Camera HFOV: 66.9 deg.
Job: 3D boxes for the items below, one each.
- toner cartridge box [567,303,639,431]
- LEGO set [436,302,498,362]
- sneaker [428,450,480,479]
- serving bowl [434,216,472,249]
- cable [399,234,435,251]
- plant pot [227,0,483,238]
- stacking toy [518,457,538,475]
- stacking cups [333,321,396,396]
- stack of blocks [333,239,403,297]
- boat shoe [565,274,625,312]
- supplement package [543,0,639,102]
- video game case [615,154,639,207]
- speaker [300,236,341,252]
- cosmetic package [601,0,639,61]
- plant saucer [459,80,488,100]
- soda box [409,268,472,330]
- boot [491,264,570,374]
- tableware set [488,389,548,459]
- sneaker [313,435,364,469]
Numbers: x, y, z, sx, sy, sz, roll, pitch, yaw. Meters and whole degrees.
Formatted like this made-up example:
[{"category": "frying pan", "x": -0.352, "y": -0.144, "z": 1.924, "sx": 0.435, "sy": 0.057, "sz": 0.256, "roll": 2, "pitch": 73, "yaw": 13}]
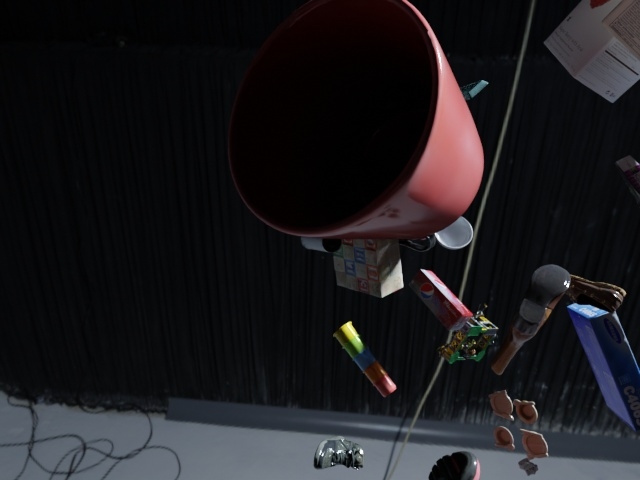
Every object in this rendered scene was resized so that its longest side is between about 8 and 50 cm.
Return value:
[{"category": "toner cartridge box", "x": 0.852, "y": 0.356, "z": 1.421, "sx": 0.075, "sy": 0.348, "sz": 0.165, "roll": -23, "pitch": 3, "yaw": 6}, {"category": "LEGO set", "x": 0.650, "y": 0.422, "z": 2.252, "sx": 0.331, "sy": 0.255, "sz": 0.192, "roll": 0, "pitch": 29, "yaw": -37}, {"category": "sneaker", "x": 0.289, "y": 0.596, "z": 1.047, "sx": 0.136, "sy": 0.314, "sz": 0.116, "roll": 20, "pitch": 13, "yaw": -2}, {"category": "serving bowl", "x": 0.286, "y": -0.015, "z": 1.055, "sx": 0.083, "sy": 0.027, "sz": 0.084, "roll": -1, "pitch": 62, "yaw": 1}, {"category": "cable", "x": 0.225, "y": -0.014, "z": 1.298, "sx": 0.072, "sy": 0.140, "sz": 0.287, "roll": -10, "pitch": -16, "yaw": -33}, {"category": "plant pot", "x": 0.066, "y": -0.115, "z": 0.596, "sx": 0.274, "sy": 0.275, "sz": 0.243, "roll": 22, "pitch": 3, "yaw": 38}, {"category": "stacking toy", "x": 0.564, "y": 0.767, "z": 1.428, "sx": 0.221, "sy": 0.167, "sz": 0.052, "roll": -23, "pitch": 14, "yaw": -13}, {"category": "stacking cups", "x": 0.177, "y": 0.481, "z": 1.940, "sx": 0.096, "sy": 0.096, "sz": 0.316, "roll": -22, "pitch": 68, "yaw": -41}, {"category": "stack of blocks", "x": 0.114, "y": -0.016, "z": 1.276, "sx": 0.087, "sy": 0.298, "sz": 0.171, "roll": -20, "pitch": 20, "yaw": -37}, {"category": "boat shoe", "x": 0.747, "y": 0.149, "z": 1.379, "sx": 0.073, "sy": 0.073, "sz": 0.207, "roll": 39, "pitch": -10, "yaw": -24}, {"category": "supplement package", "x": 0.737, "y": -0.523, "z": 1.165, "sx": 0.175, "sy": 0.293, "sz": 0.178, "roll": 16, "pitch": 43, "yaw": -27}, {"category": "video game case", "x": 0.767, "y": -0.055, "z": 1.095, "sx": 0.041, "sy": 0.232, "sz": 0.210, "roll": -32, "pitch": 26, "yaw": 26}, {"category": "speaker", "x": 0.000, "y": 0.000, "z": 1.236, "sx": 0.055, "sy": 0.055, "sz": 0.136, "roll": -10, "pitch": 8, "yaw": -24}, {"category": "cosmetic package", "x": 0.653, "y": -0.438, "z": 0.805, "sx": 0.113, "sy": 0.160, "sz": 0.309, "roll": -40, "pitch": -5, "yaw": -16}, {"category": "plant saucer", "x": 0.369, "y": -0.393, "z": 1.310, "sx": 0.067, "sy": 0.018, "sz": 0.192, "roll": -42, "pitch": 15, "yaw": -9}, {"category": "soda box", "x": 0.474, "y": 0.233, "z": 1.927, "sx": 0.083, "sy": 0.092, "sz": 0.263, "roll": 11, "pitch": 31, "yaw": -43}, {"category": "boot", "x": 0.602, "y": 0.230, "z": 1.392, "sx": 0.096, "sy": 0.281, "sz": 0.264, "roll": 24, "pitch": 52, "yaw": 21}, {"category": "tableware set", "x": 0.495, "y": 0.465, "z": 1.225, "sx": 0.020, "sy": 0.169, "sz": 0.141, "roll": -7, "pitch": -4, "yaw": -37}, {"category": "sneaker", "x": 0.069, "y": 0.722, "z": 1.628, "sx": 0.130, "sy": 0.087, "sz": 0.227, "roll": 5, "pitch": -8, "yaw": 30}]
